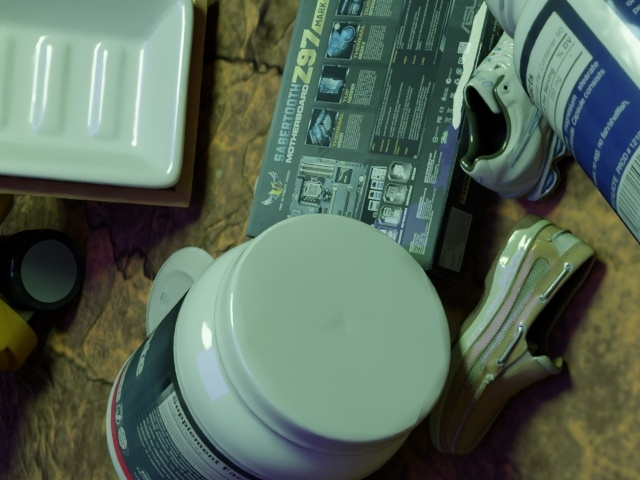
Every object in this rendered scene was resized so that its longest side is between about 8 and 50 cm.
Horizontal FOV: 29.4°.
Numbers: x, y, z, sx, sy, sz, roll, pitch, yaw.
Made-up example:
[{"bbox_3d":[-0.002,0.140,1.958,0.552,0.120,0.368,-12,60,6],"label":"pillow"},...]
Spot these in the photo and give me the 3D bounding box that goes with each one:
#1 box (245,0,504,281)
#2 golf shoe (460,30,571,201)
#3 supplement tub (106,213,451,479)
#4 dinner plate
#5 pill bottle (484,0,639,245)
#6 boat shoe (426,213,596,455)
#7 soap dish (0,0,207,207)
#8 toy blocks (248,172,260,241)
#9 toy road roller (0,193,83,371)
[{"bbox_3d":[0.048,-0.096,0.967,0.183,0.059,0.233,10,85,36],"label":"box"},{"bbox_3d":[0.144,-0.119,0.883,0.069,0.086,0.176,0,82,50],"label":"golf shoe"},{"bbox_3d":[-0.040,0.111,0.929,0.272,0.191,0.191,-45,51,54],"label":"supplement tub"},{"bbox_3d":[-0.140,0.076,1.223,0.141,0.017,0.141,-13,72,47],"label":"dinner plate"},{"bbox_3d":[0.213,-0.104,0.750,0.153,0.153,0.265,-51,50,30],"label":"pill bottle"},{"bbox_3d":[0.139,0.079,0.875,0.072,0.068,0.190,30,108,30],"label":"boat shoe"},{"bbox_3d":[-0.267,-0.155,1.221,0.118,0.291,0.229,158,116,-80],"label":"soap dish"},{"bbox_3d":[0.000,0.000,1.048,0.148,0.054,0.123,15,93,47],"label":"toy blocks"},{"bbox_3d":[-0.449,0.032,1.342,0.202,0.329,0.240,-2,49,48],"label":"toy road roller"}]
